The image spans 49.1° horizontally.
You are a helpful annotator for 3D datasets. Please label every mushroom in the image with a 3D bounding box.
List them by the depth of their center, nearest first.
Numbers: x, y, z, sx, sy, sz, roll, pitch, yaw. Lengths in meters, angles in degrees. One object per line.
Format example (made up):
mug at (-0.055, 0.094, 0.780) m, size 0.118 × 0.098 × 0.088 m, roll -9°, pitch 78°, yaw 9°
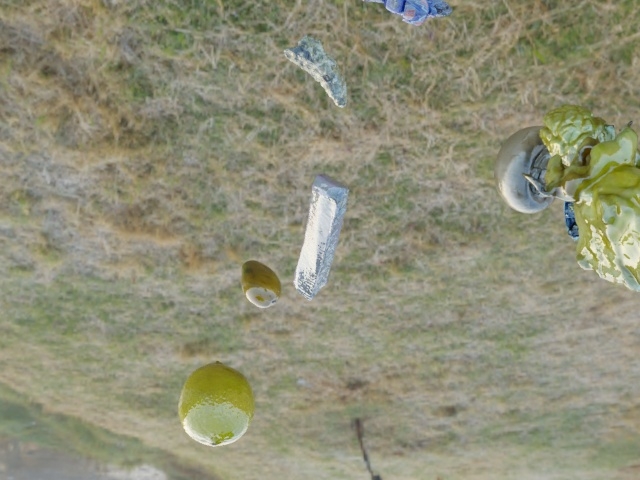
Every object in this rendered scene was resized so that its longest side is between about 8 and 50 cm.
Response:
mushroom at (0.549, -0.181, 1.787) m, size 0.226 × 0.227 × 0.178 m, roll 20°, pitch 176°, yaw -34°

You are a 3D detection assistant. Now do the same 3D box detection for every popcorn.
popcorn at (0.359, -0.035, 0.815) m, size 0.173 × 0.195 × 0.168 m, roll -29°, pitch -176°, yaw 8°
popcorn at (0.570, -0.223, 1.581) m, size 0.142 × 0.173 × 0.173 m, roll -46°, pitch 145°, yaw -3°

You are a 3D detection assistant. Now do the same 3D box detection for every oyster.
oyster at (0.004, -0.380, 1.568) m, size 0.199 × 0.061 × 0.106 m, roll 24°, pitch 142°, yaw -24°

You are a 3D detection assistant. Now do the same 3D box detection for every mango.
mango at (-0.157, 0.112, 1.856) m, size 0.111 × 0.163 × 0.089 m, roll 33°, pitch 110°, yaw -20°

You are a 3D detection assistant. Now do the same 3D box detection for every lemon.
lemon at (-0.242, 0.379, 1.638) m, size 0.178 × 0.203 × 0.178 m, roll -1°, pitch 151°, yaw -1°

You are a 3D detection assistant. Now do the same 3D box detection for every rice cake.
rice cake at (0.000, 0.000, 1.445) m, size 0.072 × 0.056 × 0.365 m, roll 36°, pitch 145°, yaw 18°

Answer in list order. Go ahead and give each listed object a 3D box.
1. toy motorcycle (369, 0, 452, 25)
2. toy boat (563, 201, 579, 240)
toy motorcycle at (0.171, -0.506, 1.463) m, size 0.205 × 0.114 × 0.076 m, roll 31°, pitch 135°, yaw 20°
toy boat at (0.606, -0.069, 1.665) m, size 0.060 × 0.137 × 0.061 m, roll 2°, pitch -173°, yaw 43°
